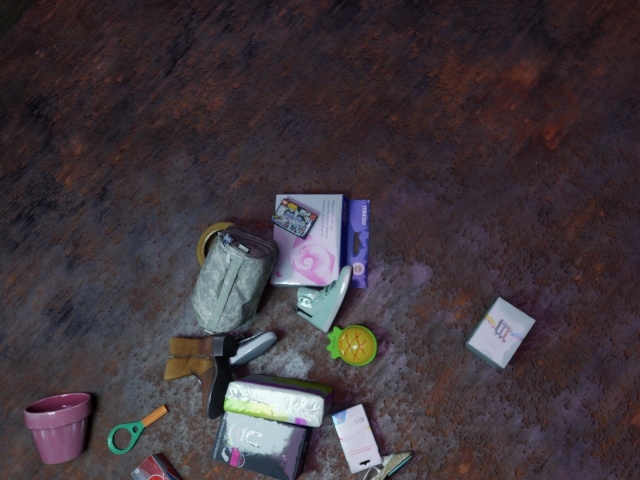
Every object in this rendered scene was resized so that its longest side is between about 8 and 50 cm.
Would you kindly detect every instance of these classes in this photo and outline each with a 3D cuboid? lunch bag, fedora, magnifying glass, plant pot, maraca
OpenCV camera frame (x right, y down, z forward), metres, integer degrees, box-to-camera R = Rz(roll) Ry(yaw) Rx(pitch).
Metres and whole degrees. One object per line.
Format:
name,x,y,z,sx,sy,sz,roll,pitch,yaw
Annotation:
lunch bag,-0.274,0.119,1.614,0.213,0.256,0.305,22,105,-4
fedora,-0.339,0.031,1.795,0.195,0.079,0.194,-2,83,14
magnifying glass,-0.615,0.632,1.721,0.231,0.026,0.092,-36,73,1
plant pot,-0.859,0.622,1.684,0.202,0.201,0.180,-4,92,8
maraca,0.100,0.337,1.645,0.186,0.099,0.127,-1,79,34

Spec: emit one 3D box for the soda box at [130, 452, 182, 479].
soda box,-0.478,0.809,1.616,0.092,0.083,0.263,-43,71,-6

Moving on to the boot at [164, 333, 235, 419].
boot,-0.409,0.429,1.623,0.281,0.096,0.264,-11,69,31

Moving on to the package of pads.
package of pads,-0.118,0.486,1.571,0.297,0.229,0.101,7,82,10

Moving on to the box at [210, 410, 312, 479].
box,-0.178,0.625,1.590,0.271,0.143,0.165,11,79,11

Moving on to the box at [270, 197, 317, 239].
box,-0.091,-0.074,1.739,0.137,0.027,0.094,28,80,16

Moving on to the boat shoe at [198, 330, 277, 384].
boat shoe,-0.287,0.364,1.691,0.306,0.113,0.104,-34,67,16

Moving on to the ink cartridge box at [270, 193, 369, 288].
ink cartridge box,0.000,0.000,1.756,0.330,0.071,0.323,0,76,10

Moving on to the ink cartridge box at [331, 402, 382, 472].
ink cartridge box,0.115,0.613,1.588,0.104,0.061,0.181,-21,74,4

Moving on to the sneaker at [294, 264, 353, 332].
sneaker,0.004,0.167,1.649,0.151,0.094,0.255,27,114,7

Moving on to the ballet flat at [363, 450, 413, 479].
ballet flat,0.191,0.703,1.554,0.206,0.073,0.067,-43,60,-7

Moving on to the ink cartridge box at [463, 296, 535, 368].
ink cartridge box,0.547,0.285,1.567,0.127,0.128,0.176,36,83,15
